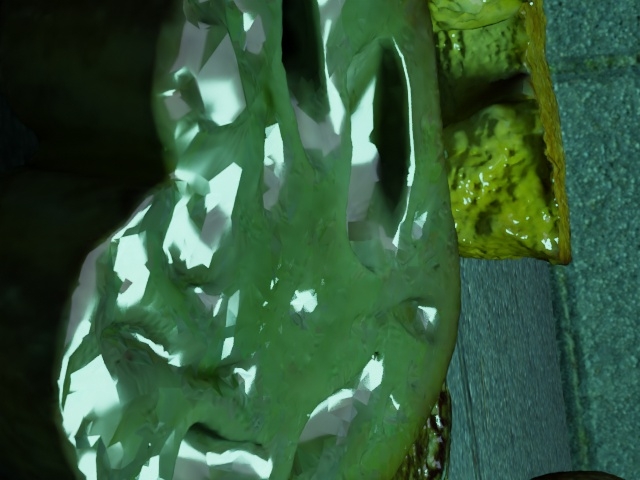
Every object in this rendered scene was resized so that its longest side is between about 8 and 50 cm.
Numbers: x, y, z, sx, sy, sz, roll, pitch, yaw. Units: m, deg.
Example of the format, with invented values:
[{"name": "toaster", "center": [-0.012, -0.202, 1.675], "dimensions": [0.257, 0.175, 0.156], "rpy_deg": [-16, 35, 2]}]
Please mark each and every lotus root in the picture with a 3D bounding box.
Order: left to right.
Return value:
[{"name": "lotus root", "center": [-0.040, 0.017, 0.879], "dimensions": [0.375, 0.111, 0.390], "rpy_deg": [20, 78, -61]}]

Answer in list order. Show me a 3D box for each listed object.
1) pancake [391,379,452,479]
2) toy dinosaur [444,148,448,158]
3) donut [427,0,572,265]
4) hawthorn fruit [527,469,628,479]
[{"name": "pancake", "center": [0.049, 0.169, 1.530], "dimensions": [0.244, 0.057, 0.266], "rpy_deg": [42, 45, -53]}, {"name": "toy dinosaur", "center": [0.033, -0.123, 1.583], "dimensions": [0.251, 0.072, 0.199], "rpy_deg": [-54, 128, -53]}, {"name": "donut", "center": [0.158, -0.188, 1.890], "dimensions": [0.377, 0.163, 0.435], "rpy_deg": [-46, 128, -74]}, {"name": "hawthorn fruit", "center": [0.215, 0.367, 1.684], "dimensions": [0.311, 0.295, 0.295], "rpy_deg": [-40, 132, -32]}]
